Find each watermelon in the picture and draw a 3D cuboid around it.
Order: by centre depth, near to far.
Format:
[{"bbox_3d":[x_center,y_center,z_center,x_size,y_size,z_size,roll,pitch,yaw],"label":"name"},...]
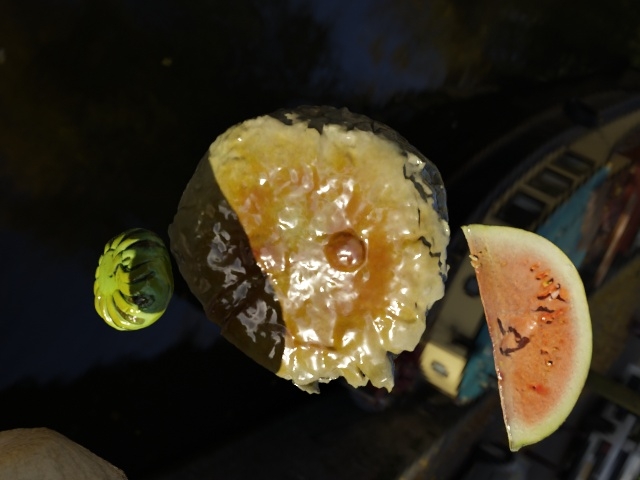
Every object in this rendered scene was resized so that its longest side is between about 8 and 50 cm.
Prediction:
[{"bbox_3d":[0.258,0.107,1.586,0.159,0.128,0.303,-17,99,-26],"label":"watermelon"}]

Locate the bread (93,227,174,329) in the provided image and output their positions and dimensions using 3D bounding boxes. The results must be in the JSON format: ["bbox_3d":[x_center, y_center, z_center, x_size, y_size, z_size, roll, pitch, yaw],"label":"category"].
[{"bbox_3d":[-0.246,0.048,1.544,0.071,0.130,0.139,19,60,-36],"label":"bread"}]

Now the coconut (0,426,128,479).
[{"bbox_3d":[-0.277,0.344,1.093,0.329,0.328,0.329,-47,153,-33],"label":"coconut"}]

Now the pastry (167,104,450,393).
[{"bbox_3d":[0.000,0.000,1.299,0.136,0.329,0.330,-48,159,-71],"label":"pastry"}]
